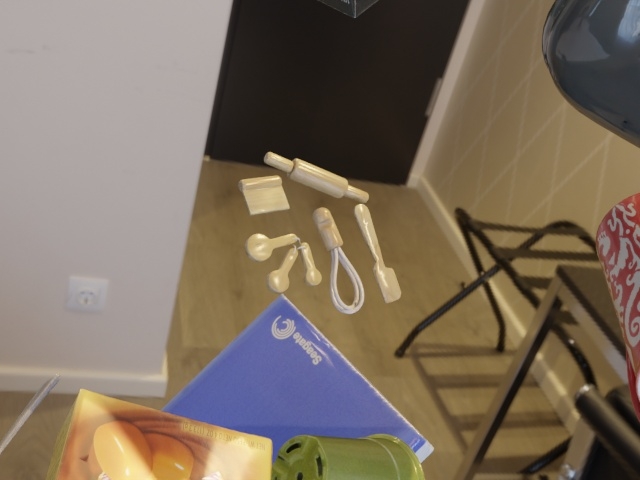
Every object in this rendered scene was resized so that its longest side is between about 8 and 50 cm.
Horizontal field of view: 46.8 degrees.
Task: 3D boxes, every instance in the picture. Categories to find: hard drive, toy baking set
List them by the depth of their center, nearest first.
[{"bbox_3d":[-0.087,0.218,0.636,0.319,0.040,0.210,-44,48,-6],"label":"hard drive"},{"bbox_3d":[0.000,-0.007,1.000,0.256,0.030,0.196,17,67,-25],"label":"toy baking set"}]

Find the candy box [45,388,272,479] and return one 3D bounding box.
[{"bbox_3d":[-0.083,0.169,0.335,0.109,0.053,0.186,20,41,-19],"label":"candy box"}]

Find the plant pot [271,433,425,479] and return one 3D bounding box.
[{"bbox_3d":[0.011,0.158,0.475,0.079,0.083,0.083,30,17,-39],"label":"plant pot"}]

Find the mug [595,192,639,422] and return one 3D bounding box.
[{"bbox_3d":[0.267,0.054,0.576,0.113,0.150,0.169,29,33,-17],"label":"mug"}]

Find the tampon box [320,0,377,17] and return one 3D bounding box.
[{"bbox_3d":[0.015,-0.347,0.827,0.161,0.101,0.120,36,68,29],"label":"tampon box"}]

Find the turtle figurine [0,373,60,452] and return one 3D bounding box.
[{"bbox_3d":[-0.323,0.167,0.511,0.266,0.198,0.274,-11,75,-6],"label":"turtle figurine"}]

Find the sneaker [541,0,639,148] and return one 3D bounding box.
[{"bbox_3d":[0.241,-0.021,0.270,0.331,0.122,0.146,20,47,6],"label":"sneaker"}]
